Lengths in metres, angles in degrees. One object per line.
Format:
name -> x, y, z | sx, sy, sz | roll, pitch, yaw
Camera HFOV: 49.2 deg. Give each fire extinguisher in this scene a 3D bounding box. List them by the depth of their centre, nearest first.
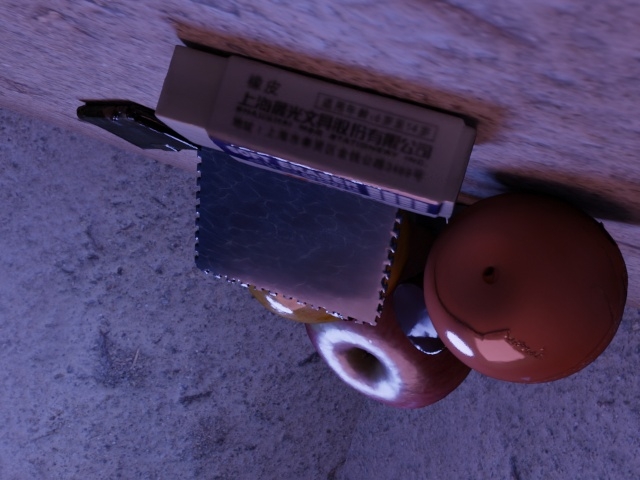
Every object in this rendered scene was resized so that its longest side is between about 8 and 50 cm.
fire extinguisher -> 0.278, 0.054, 1.042 | 0.337, 0.114, 0.135 | -24, -143, -27

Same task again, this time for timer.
timer -> 0.244, 0.056, 0.837 | 0.230, 0.229, 0.215 | 17, 180, 41

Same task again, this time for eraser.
eraser -> -0.001, -0.097, 0.656 | 0.279, 0.081, 0.124 | 17, 179, 9

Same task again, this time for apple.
apple -> 0.133, 0.121, 1.255 | 0.345, 0.269, 0.344 | 23, 145, 17

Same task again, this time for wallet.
wallet -> -0.347, -0.218, 1.336 | 0.169, 0.044, 0.317 | 22, 175, -35

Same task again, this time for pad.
pad -> -0.032, -0.033, 0.851 | 0.270, 0.269, 0.012 | 15, -146, 13

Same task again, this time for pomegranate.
pomegranate -> 0.000, 0.000, 1.013 | 0.264, 0.264, 0.264 | 17, 179, 0

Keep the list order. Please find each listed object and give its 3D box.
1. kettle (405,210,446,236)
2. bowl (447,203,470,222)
kettle -> 0.115, -0.031, 1.370 | 0.243, 0.160, 0.210 | 23, 160, -9
bowl -> 0.295, 0.002, 1.211 | 0.189, 0.086, 0.189 | 17, 179, 0
